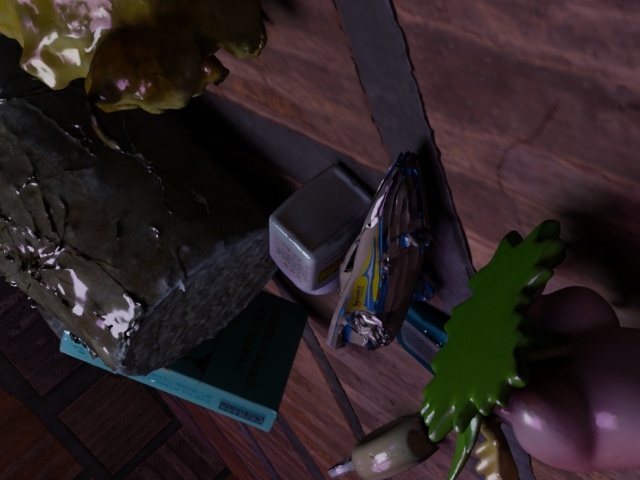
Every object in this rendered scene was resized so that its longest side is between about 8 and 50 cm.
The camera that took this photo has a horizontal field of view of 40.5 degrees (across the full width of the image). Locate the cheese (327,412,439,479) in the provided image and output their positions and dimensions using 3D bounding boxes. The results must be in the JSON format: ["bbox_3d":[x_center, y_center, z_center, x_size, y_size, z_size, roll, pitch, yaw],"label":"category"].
[{"bbox_3d":[0.071,0.237,0.980,0.048,0.092,0.171,62,155,8],"label":"cheese"}]

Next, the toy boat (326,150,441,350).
[{"bbox_3d":[0.049,0.009,0.625,0.066,0.084,0.210,36,148,21],"label":"toy boat"}]

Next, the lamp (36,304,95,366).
[{"bbox_3d":[-0.244,0.049,1.112,0.233,0.233,0.265,56,159,-20],"label":"lamp"}]

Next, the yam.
[{"bbox_3d":[-0.214,-0.043,0.851,0.348,0.241,0.241,40,159,19],"label":"yam"}]

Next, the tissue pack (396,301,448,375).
[{"bbox_3d":[0.097,0.087,0.734,0.138,0.028,0.085,36,154,45],"label":"tissue pack"}]

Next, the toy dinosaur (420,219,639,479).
[{"bbox_3d":[0.161,0.075,0.463,0.177,0.152,0.194,32,138,-10],"label":"toy dinosaur"}]

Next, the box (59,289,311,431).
[{"bbox_3d":[-0.137,0.095,0.930,0.229,0.162,0.041,21,129,-3],"label":"box"}]

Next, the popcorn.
[{"bbox_3d":[-0.144,-0.163,0.568,0.168,0.173,0.195,-28,100,27],"label":"popcorn"}]

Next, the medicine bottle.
[{"bbox_3d":[0.000,0.000,0.698,0.055,0.074,0.118,43,160,14],"label":"medicine bottle"}]
